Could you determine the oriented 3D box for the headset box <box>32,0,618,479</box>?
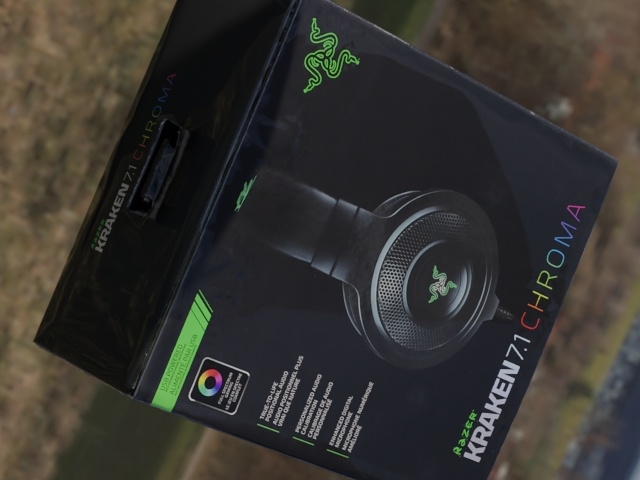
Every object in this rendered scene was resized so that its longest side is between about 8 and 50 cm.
[{"bbox_3d":[0.000,0.000,1.106,0.283,0.131,0.246,25,87,-35],"label":"headset box"}]
